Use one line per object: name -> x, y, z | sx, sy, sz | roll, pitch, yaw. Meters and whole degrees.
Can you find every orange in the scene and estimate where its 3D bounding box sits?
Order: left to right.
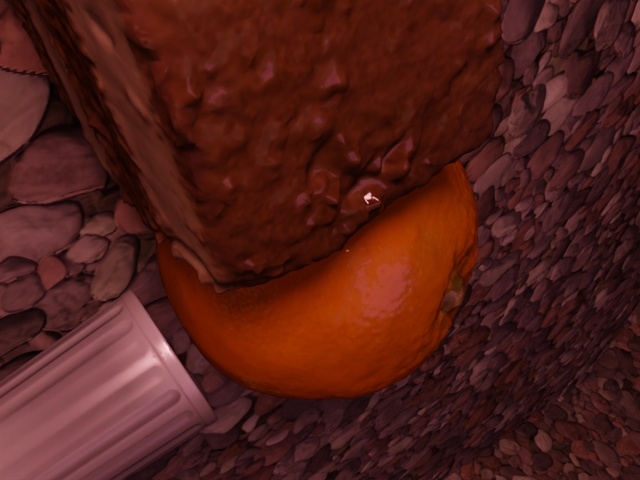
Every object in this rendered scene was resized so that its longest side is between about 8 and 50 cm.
orange -> 0.000, 0.000, 0.690 | 0.312, 0.312, 0.312 | -30, 145, -24

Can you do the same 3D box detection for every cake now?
cake -> -0.053, -0.168, 0.457 | 0.255, 0.290, 0.282 | -35, 143, -19

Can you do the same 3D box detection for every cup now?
cup -> -0.227, 0.187, 0.759 | 0.202, 0.167, 0.221 | -34, 144, -15
